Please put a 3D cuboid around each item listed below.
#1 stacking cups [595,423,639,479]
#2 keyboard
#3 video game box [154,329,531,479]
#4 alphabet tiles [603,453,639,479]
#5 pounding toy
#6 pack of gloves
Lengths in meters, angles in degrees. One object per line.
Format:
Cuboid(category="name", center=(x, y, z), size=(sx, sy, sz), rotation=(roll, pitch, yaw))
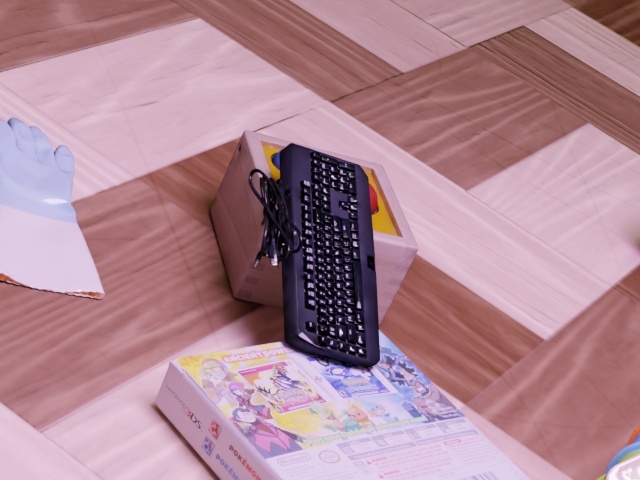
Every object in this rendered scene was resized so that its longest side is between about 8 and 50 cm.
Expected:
Cuboid(category="stacking cups", center=(0.251, 0.179, 1.296), size=(0.096, 0.096, 0.316), rotation=(31, 23, 12))
Cuboid(category="keyboard", center=(0.000, 0.000, 1.283), size=(0.100, 0.038, 0.192), rotation=(13, 47, -19))
Cuboid(category="video game box", center=(0.019, 0.141, 1.198), size=(0.205, 0.048, 0.187), rotation=(-5, 42, -44))
Cuboid(category="alphabet tiles", center=(0.268, 0.250, 1.090), size=(0.284, 0.021, 0.278), rotation=(-19, 64, -24))
Cuboid(category="pounding toy", center=(0.011, -0.030, 1.439), size=(0.181, 0.094, 0.206), rotation=(13, 30, -22))
Cuboid(category="pack of gloves", center=(-0.264, -0.056, 1.313), size=(0.195, 0.046, 0.232), rotation=(11, 31, -24))
